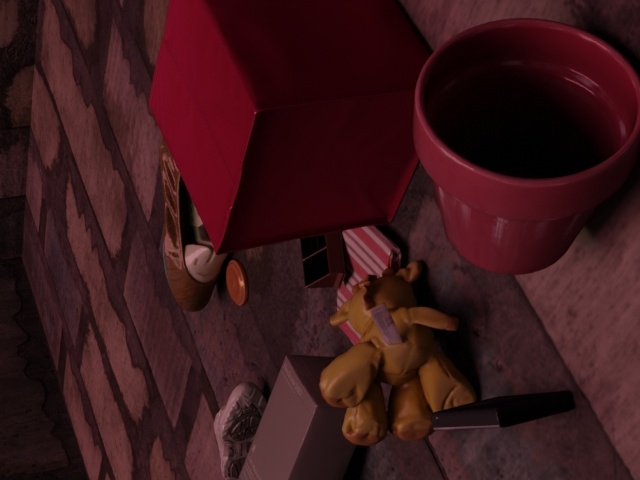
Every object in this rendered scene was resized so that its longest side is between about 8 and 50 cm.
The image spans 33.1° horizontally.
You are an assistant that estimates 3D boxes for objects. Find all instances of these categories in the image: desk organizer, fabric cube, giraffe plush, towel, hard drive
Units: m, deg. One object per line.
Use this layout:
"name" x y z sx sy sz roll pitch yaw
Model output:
"desk organizer" 0.000 0.000 1.494 0.047 0.050 0.130 108 158 -60
"fabric cube" -0.037 -0.173 1.318 0.258 0.254 0.259 62 149 30
"giraffe plush" 0.081 0.119 1.307 0.170 0.182 0.210 -101 3 -61
"towel" 0.065 0.064 1.452 0.144 0.029 0.197 -133 41 -54
"hard drive" 0.191 0.182 1.146 0.135 0.094 0.022 -25 75 64

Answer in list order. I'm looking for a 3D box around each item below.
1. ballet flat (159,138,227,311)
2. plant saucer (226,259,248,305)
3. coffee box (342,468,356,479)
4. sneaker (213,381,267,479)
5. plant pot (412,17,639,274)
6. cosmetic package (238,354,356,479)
"ballet flat" -0.218 -0.033 1.946 0.124 0.116 0.342 4 99 45
"plant saucer" -0.151 0.076 1.923 0.083 0.013 0.083 32 127 58
"coffee box" -0.003 0.366 1.682 0.184 0.041 0.113 48 138 49
"sneaker" -0.156 0.326 1.940 0.115 0.090 0.232 -120 33 -43
"plant pot" 0.182 -0.070 0.986 0.180 0.201 0.201 87 159 -52
"cosmetic package" -0.025 0.296 1.573 0.127 0.107 0.237 50 129 52
